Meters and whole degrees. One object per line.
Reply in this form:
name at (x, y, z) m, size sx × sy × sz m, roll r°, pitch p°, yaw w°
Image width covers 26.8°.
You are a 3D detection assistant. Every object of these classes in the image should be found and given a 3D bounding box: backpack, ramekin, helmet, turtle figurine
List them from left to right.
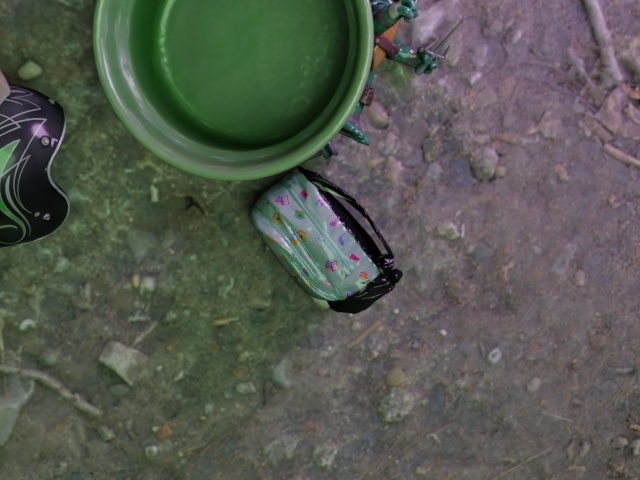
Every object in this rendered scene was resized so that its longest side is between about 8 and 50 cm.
helmet at (-0.356, -0.089, 1.486) m, size 0.169 × 0.169 × 0.162 m, roll -19°, pitch 129°, yaw -11°
ramekin at (-0.083, -0.221, 1.480) m, size 0.303 × 0.148 × 0.304 m, roll 1°, pitch 97°, yaw 10°
backpack at (0.000, 0.000, 1.647) m, size 0.115 × 0.152 × 0.182 m, roll -42°, pitch 104°, yaw -10°
turtle figurine at (0.078, -0.234, 1.609) m, size 0.234 × 0.118 × 0.175 m, roll -64°, pitch 154°, yaw 2°

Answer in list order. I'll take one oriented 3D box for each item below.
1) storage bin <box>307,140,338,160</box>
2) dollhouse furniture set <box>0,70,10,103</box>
storage bin at (-0.049, -0.143, 1.607) m, size 0.091 × 0.098 × 0.135 m, roll -26°, pitch 94°, yaw 6°
dollhouse furniture set at (-0.355, -0.327, 1.328) m, size 0.303 × 0.198 × 0.286 m, roll -51°, pitch 135°, yaw -3°
